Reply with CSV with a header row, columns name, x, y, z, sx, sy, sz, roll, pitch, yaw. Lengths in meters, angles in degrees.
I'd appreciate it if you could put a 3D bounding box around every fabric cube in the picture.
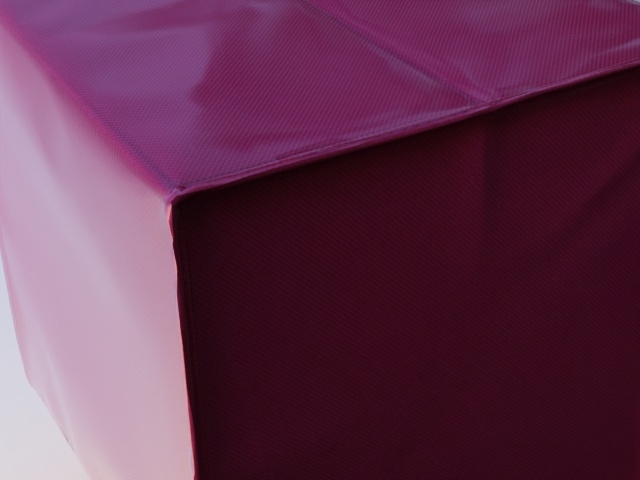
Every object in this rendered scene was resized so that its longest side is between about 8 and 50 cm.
name,x,y,z,sx,sy,sz,roll,pitch,yaw
fabric cube,0.000,0.000,0.563,0.259,0.258,0.254,-17,-56,-26
